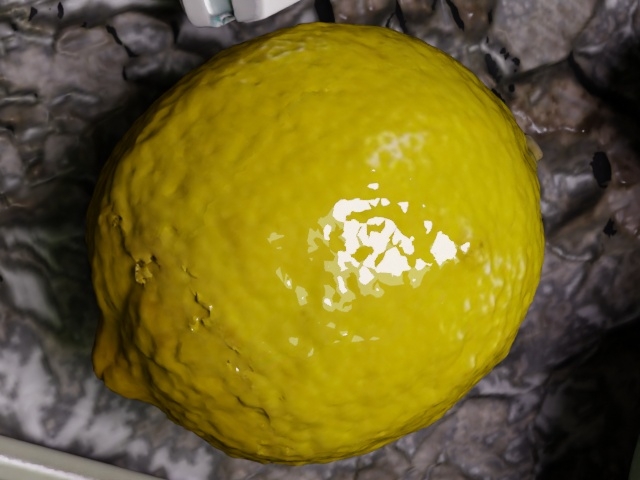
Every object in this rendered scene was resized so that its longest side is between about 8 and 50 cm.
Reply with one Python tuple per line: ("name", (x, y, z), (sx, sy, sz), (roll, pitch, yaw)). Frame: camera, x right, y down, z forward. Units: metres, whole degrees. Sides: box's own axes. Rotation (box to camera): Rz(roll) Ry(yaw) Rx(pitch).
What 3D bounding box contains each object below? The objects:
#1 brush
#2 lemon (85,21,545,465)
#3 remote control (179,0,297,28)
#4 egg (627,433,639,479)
("brush", (-0.065, 0.137, 0.689), (0.299, 0.042, 0.039), (21, 116, -27))
("lemon", (0.000, 0.000, 0.609), (0.231, 0.192, 0.192), (-28, 111, -12))
("remote control", (-0.049, -0.242, 0.592), (0.103, 0.055, 0.277), (-37, 118, -47))
("egg", (0.296, 0.186, 0.679), (0.276, 0.276, 0.389), (-32, 118, -18))
